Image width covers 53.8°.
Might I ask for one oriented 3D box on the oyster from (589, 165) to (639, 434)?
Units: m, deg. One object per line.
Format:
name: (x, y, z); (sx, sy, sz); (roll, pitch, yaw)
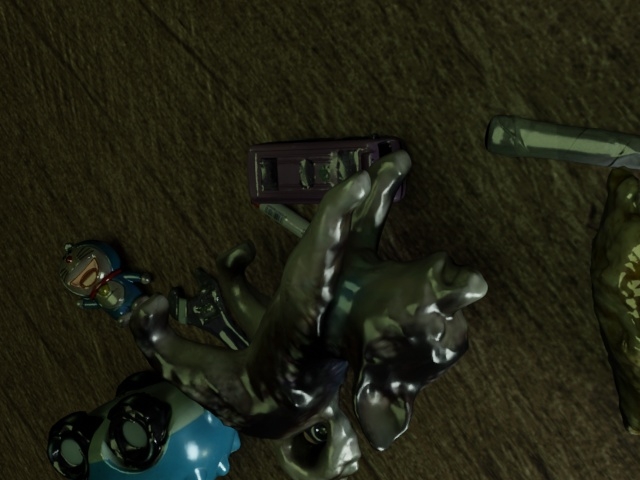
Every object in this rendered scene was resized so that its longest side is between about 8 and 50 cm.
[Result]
oyster: (0.327, 0.105, 0.600); (0.110, 0.166, 0.341); (-19, 111, 18)

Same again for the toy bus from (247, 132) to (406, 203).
toy bus: (0.006, -0.080, 0.746); (0.178, 0.098, 0.087); (1, 98, 25)

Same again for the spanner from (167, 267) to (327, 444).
spanner: (-0.092, 0.160, 0.875); (0.316, 0.024, 0.087); (42, 107, 15)

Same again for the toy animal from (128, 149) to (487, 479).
toy animal: (0.023, 0.110, 0.660); (0.344, 0.194, 0.303); (-28, 97, 32)

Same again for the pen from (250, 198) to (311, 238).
pen: (0.000, 0.000, 0.803); (0.218, 0.026, 0.026); (35, 111, 17)

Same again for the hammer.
hammer: (0.369, -0.067, 0.604); (0.427, 0.044, 0.152); (10, 101, 25)

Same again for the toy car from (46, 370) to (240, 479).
toy car: (-0.227, 0.283, 0.868); (0.255, 0.188, 0.190); (-20, 95, 25)

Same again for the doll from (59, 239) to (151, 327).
doll: (-0.326, 0.058, 0.939); (0.114, 0.085, 0.152); (-44, 87, 1)
